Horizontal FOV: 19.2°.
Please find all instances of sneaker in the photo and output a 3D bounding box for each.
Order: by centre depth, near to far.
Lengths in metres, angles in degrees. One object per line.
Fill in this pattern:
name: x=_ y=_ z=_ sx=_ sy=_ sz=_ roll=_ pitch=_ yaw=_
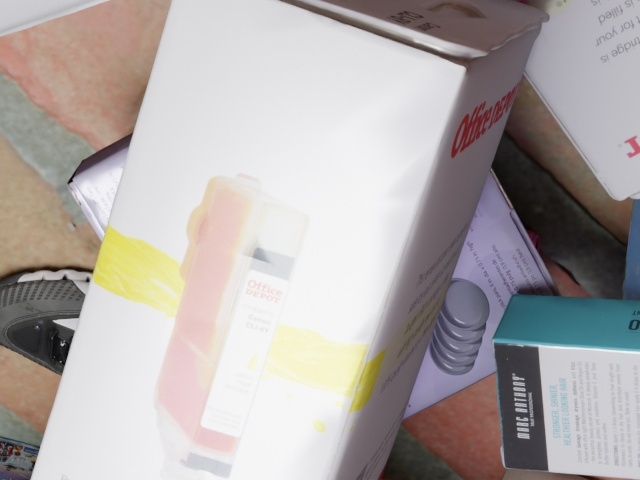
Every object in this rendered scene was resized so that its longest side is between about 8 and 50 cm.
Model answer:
sneaker: x=-0.148 y=0.089 z=1.408 sx=0.234 sy=0.106 sz=0.078 roll=17 pitch=121 yaw=-4

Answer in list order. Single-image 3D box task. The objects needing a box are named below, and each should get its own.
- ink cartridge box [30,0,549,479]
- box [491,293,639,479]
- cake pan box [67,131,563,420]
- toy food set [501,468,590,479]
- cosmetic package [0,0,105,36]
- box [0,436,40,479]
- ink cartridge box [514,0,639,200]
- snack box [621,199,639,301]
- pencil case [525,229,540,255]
ink cartridge box: x=-0.022 y=0.036 z=1.072 sx=0.160 sy=0.279 sz=0.384 roll=21 pitch=105 yaw=9
box: x=0.234 y=0.095 z=1.178 sx=0.244 sy=0.060 sz=0.100 roll=3 pitch=121 yaw=19
cake pan box: x=0.000 y=0.000 z=1.250 sx=0.246 sy=0.070 sz=0.267 roll=-30 pitch=104 yaw=5
toy food set: x=0.208 y=0.331 z=1.539 sx=0.220 sy=0.092 sz=0.306 roll=22 pitch=121 yaw=7
cosmetic package: x=-0.282 y=-0.319 z=0.954 sx=0.327 sy=0.329 sz=0.393 roll=-17 pitch=153 yaw=16
box: x=-0.264 y=0.191 z=1.493 sx=0.137 sy=0.094 sz=0.027 roll=15 pitch=123 yaw=-3
ink cartridge box: x=0.197 y=-0.210 z=1.166 sx=0.226 sy=0.131 sz=0.306 roll=-28 pitch=115 yaw=22
snack box: x=0.255 y=0.083 z=1.314 sx=0.070 sy=0.174 sz=0.207 roll=-2 pitch=122 yaw=15
pencil case: x=0.054 y=0.012 z=1.337 sx=0.209 sy=0.098 sz=0.095 roll=13 pitch=97 yaw=-3
